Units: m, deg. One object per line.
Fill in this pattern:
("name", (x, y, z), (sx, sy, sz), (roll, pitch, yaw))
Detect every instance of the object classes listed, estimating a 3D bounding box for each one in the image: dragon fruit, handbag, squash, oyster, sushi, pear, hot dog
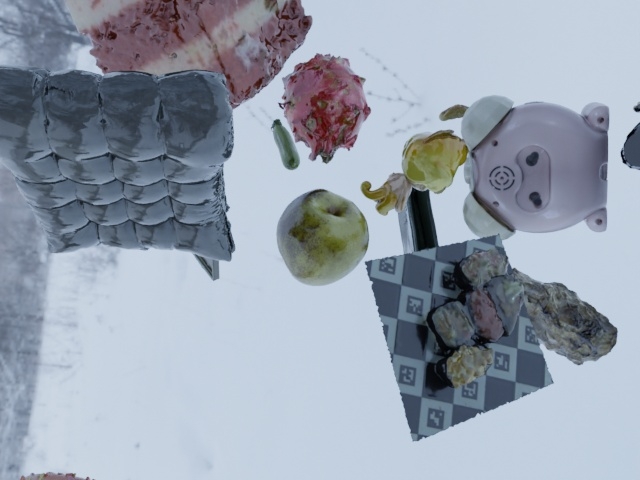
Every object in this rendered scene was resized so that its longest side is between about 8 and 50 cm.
("dragon fruit", (0.014, -0.298, 1.696), (0.205, 0.210, 0.268), (-21, 60, 40))
("handbag", (0.251, -0.009, 1.911), (0.247, 0.079, 0.260), (88, 176, -78))
("squash", (-0.093, -0.250, 1.939), (0.052, 0.052, 0.183), (-62, 38, 38))
("oyster", (0.596, 0.211, 2.003), (0.396, 0.111, 0.204), (36, 127, 27))
("sushi", (0.239, 0.139, 1.198), (0.059, 0.292, 0.294), (-37, 68, 64))
("pear", (0.000, 0.000, 1.537), (0.197, 0.197, 0.197), (-170, 90, -69))
("hot dog", (0.353, -0.337, 1.920), (0.030, 0.090, 0.034), (-87, -14, -56))

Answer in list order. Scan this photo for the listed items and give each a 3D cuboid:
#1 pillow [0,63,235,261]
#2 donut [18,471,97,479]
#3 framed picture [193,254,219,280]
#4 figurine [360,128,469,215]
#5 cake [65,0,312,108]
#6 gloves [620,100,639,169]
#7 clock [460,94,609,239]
("pillow", (-0.202, -0.073, 0.772), (0.326, 0.228, 0.101), (107, 161, -65))
("donut", (-0.390, 0.376, 1.074), (0.117, 0.166, 0.065), (81, -172, -55))
("framed picture", (-0.246, -0.067, 1.364), (0.265, 0.018, 0.192), (44, 140, 47))
("figurine", (0.203, -0.147, 1.562), (0.246, 0.131, 0.156), (-43, 50, 29))
("cake", (-0.222, -0.381, 1.236), (0.270, 0.319, 0.269), (-12, 31, 38))
("gloves", (0.714, -0.236, 1.582), (0.124, 0.203, 0.164), (36, 144, 19))
("clock", (0.489, -0.165, 1.696), (0.184, 0.325, 0.342), (-26, -64, -70))
